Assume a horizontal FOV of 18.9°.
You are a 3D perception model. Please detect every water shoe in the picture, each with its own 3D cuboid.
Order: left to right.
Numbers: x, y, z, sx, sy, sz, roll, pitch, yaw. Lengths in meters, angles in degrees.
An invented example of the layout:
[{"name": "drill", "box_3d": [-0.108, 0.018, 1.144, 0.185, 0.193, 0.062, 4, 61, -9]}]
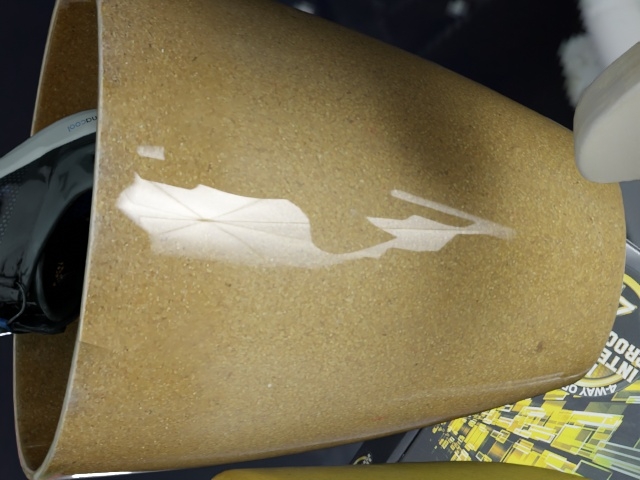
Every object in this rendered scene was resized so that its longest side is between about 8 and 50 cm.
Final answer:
[{"name": "water shoe", "box_3d": [-0.157, 0.015, 0.908, 0.203, 0.073, 0.080, -39, -135, -1]}]

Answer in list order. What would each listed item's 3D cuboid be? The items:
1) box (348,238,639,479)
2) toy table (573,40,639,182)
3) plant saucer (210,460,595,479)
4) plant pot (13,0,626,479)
[{"name": "box", "box_3d": [0.239, 0.198, 1.449, 0.318, 0.395, 0.097, -54, -168, 4]}, {"name": "toy table", "box_3d": [0.215, -0.092, 0.669, 0.274, 0.161, 0.252, 4, -132, 19]}, {"name": "plant saucer", "box_3d": [-0.025, 0.245, 1.153, 0.081, 0.333, 0.333, 48, -66, 31]}, {"name": "plant pot", "box_3d": [0.000, 0.000, 0.889, 0.237, 0.254, 0.237, -174, -90, -74]}]
